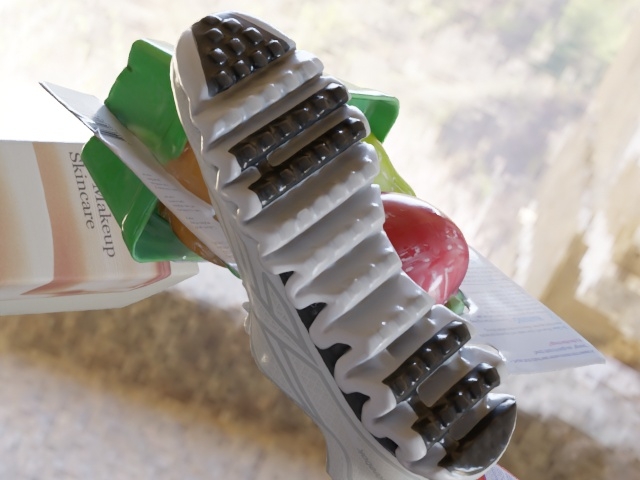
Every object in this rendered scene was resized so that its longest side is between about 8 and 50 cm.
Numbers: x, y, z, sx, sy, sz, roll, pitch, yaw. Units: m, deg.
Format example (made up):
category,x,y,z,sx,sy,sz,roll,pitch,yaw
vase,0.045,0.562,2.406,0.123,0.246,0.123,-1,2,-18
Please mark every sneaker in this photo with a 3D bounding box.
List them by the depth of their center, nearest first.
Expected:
category,x,y,z,sx,sy,sz,roll,pitch,yaw
sneaker,-0.011,0.014,1.047,0.110,0.118,0.292,-29,91,-39

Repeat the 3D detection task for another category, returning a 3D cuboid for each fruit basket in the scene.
category,x,y,z,sx,sy,sz,roll,pitch,yaw
fruit basket,0.000,0.000,1.377,0.353,0.165,0.327,46,26,26

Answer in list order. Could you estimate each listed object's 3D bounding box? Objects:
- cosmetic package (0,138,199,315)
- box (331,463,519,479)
category,x,y,z,sx,sy,sz,roll,pitch,yaw
cosmetic package,-0.274,-0.012,1.873,0.296,0.129,0.153,-4,75,-54
box,0.092,0.271,1.290,0.128,0.122,0.257,36,28,-40
